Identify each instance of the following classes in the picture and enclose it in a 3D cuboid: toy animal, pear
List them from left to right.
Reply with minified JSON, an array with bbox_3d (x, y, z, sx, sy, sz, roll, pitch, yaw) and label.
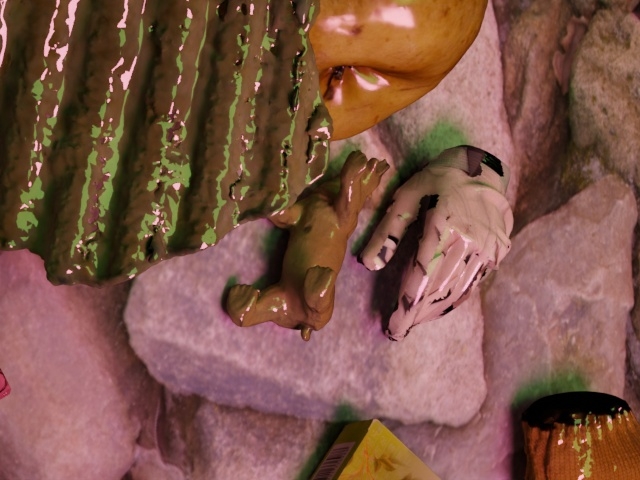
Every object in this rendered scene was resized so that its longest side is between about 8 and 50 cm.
[{"bbox_3d":[-0.007,-0.248,1.381,0.304,0.304,0.304,2,87,-43],"label":"pear"},{"bbox_3d":[0.000,0.000,1.518,0.101,0.103,0.218,47,55,-54],"label":"toy animal"}]

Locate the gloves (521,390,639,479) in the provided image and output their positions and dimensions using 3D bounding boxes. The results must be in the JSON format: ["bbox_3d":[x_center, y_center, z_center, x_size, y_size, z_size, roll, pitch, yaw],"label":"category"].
[{"bbox_3d":[0.312,0.339,1.743,0.203,0.155,0.356,-9,79,-50],"label":"gloves"}]

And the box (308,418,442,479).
[{"bbox_3d":[0.085,0.323,1.547,0.260,0.062,0.175,44,59,-15],"label":"box"}]

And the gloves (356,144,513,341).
[{"bbox_3d":[0.123,0.008,1.615,0.127,0.111,0.212,45,52,-38],"label":"gloves"}]

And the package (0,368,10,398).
[{"bbox_3d":[-0.282,0.107,1.279,0.059,0.029,0.083,-46,129,-43],"label":"package"}]

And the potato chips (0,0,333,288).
[{"bbox_3d":[-0.178,-0.162,1.188,0.373,0.097,0.389,-13,107,1],"label":"potato chips"}]
